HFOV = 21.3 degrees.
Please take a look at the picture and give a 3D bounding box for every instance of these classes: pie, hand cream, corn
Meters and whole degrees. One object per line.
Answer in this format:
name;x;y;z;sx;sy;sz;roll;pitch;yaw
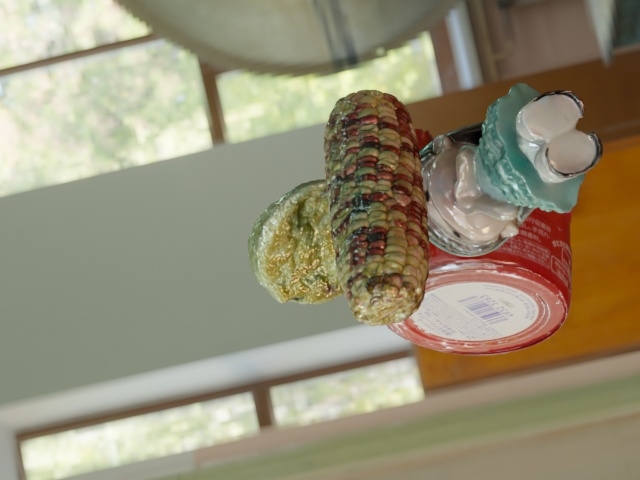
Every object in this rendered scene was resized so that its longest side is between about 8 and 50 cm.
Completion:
pie;0.000;0.000;2.047;0.041;0.187;0.186;-123;13;-49
hand cream;0.172;0.021;1.904;0.230;0.230;0.149;71;-162;-56
corn;0.048;-0.025;1.406;0.253;0.086;0.086;-96;-8;-47

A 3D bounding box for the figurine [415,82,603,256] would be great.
figurine;0.154;-0.069;1.501;0.137;0.110;0.245;64;152;4
